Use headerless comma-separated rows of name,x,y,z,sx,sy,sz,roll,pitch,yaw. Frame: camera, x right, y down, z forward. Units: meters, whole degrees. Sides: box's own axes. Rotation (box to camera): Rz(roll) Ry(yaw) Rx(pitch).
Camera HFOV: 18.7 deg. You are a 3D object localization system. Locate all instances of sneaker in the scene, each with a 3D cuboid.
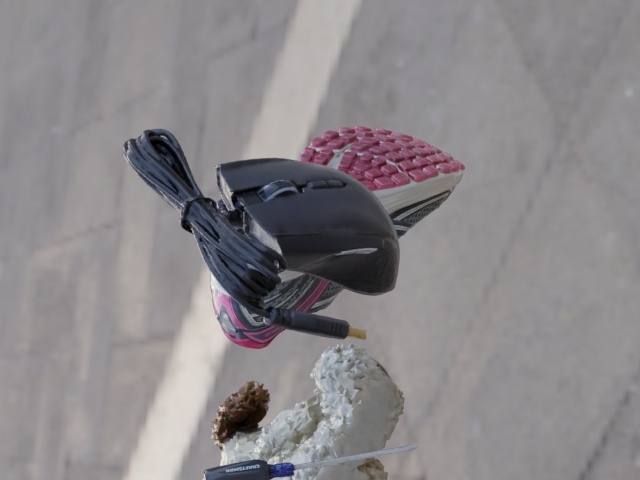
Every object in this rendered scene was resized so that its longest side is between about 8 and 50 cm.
sneaker,0.008,-0.013,1.682,0.121,0.299,0.112,26,128,35

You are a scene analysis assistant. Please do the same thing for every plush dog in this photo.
plush dog,-0.015,0.252,1.912,0.225,0.211,0.262,-7,111,61

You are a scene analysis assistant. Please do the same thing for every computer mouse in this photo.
computer mouse,0.000,0.000,1.310,0.060,0.262,0.184,-50,52,16

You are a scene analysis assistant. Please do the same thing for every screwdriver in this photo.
screwdriver,-0.007,0.175,1.502,0.025,0.170,0.024,-111,15,-70
